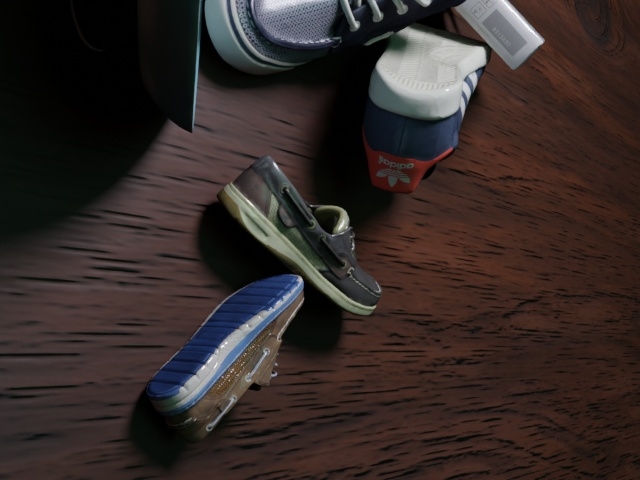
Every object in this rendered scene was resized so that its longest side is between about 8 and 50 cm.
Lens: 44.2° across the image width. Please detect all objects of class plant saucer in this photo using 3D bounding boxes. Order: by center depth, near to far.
[{"bbox_3d":[-0.103,-0.240,0.581,0.044,0.317,0.317,3,76,-9],"label":"plant saucer"}]

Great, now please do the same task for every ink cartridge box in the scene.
[{"bbox_3d":[0.218,-0.312,1.038,0.181,0.056,0.225,47,25,0],"label":"ink cartridge box"}]

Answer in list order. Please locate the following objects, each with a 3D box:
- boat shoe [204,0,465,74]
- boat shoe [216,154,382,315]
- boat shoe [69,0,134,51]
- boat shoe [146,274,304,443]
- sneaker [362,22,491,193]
[{"bbox_3d":[0.038,-0.265,0.816,0.340,0.158,0.127,-38,115,-49],"label":"boat shoe"},{"bbox_3d":[-0.001,-0.001,0.762,0.223,0.073,0.080,38,10,-37],"label":"boat shoe"},{"bbox_3d":[-0.169,-0.218,0.643,0.049,0.042,0.133,26,64,-49],"label":"boat shoe"},{"bbox_3d":[-0.072,0.098,0.685,0.183,0.066,0.066,-42,120,-37],"label":"boat shoe"},{"bbox_3d":[0.119,-0.164,0.953,0.350,0.131,0.148,-51,155,-58],"label":"sneaker"}]
